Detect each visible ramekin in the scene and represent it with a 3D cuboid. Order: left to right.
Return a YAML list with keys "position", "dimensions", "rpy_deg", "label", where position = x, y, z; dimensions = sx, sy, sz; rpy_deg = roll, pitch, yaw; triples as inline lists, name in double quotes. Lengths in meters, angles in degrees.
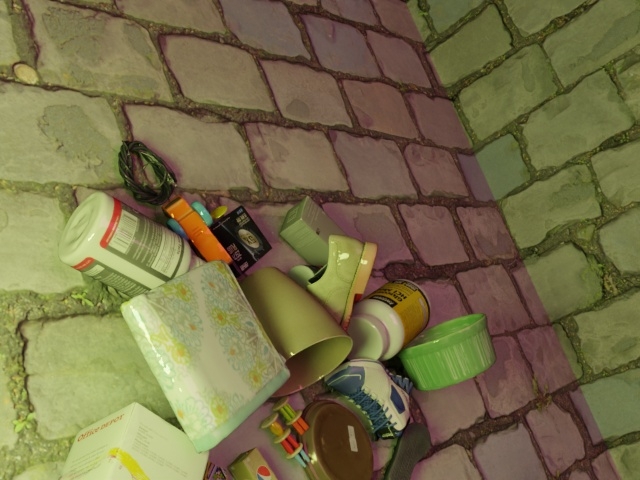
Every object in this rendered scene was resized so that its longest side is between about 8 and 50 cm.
- position: [0.392, 0.347, 2.493]
  dimensions: [0.303, 0.303, 0.148]
  rpy_deg: [-20, 89, -56]
  label: "ramekin"

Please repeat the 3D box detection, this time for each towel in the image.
- position: [-0.226, 0.219, 1.657]
  dimensions: [0.320, 0.090, 0.374]
  rpy_deg: [59, 23, 0]
  label: "towel"

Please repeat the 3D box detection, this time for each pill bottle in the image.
- position: [-0.401, 0.039, 1.800]
  dimensions: [0.319, 0.176, 0.176]
  rpy_deg: [34, 41, -33]
  label: "pill bottle"
- position: [0.017, 0.139, 2.308]
  dimensions: [0.246, 0.130, 0.130]
  rpy_deg: [7, 59, -51]
  label: "pill bottle"
- position: [0.187, 0.243, 2.389]
  dimensions: [0.187, 0.188, 0.334]
  rpy_deg: [60, 32, 2]
  label: "pill bottle"

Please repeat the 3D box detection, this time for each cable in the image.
- position: [-0.447, -0.172, 2.033]
  dimensions: [0.184, 0.047, 0.150]
  rpy_deg: [52, 39, -15]
  label: "cable"

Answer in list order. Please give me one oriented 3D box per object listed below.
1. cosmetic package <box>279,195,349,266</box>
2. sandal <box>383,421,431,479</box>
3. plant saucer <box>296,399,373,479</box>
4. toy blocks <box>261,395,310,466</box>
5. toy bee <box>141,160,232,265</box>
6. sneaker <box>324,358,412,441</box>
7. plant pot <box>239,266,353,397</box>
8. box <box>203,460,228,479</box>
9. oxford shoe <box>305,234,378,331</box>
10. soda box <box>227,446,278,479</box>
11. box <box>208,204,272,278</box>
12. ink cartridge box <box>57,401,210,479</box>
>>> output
- position: [0.000, 0.000, 2.421]
  dimensions: [0.238, 0.107, 0.127]
  rpy_deg: [41, 35, -20]
  label: "cosmetic package"
- position: [0.237, 0.614, 2.304]
  dimensions: [0.097, 0.054, 0.254]
  rpy_deg: [47, 44, -5]
  label: "sandal"
- position: [0.048, 0.545, 2.114]
  dimensions: [0.278, 0.041, 0.277]
  rpy_deg: [33, 40, -33]
  label: "plant saucer"
- position: [-0.068, 0.476, 2.001]
  dimensions: [0.148, 0.054, 0.123]
  rpy_deg: [52, 34, -9]
  label: "toy blocks"
- position: [-0.323, -0.054, 1.987]
  dimensions: [0.195, 0.162, 0.298]
  rpy_deg: [-16, 93, -17]
  label: "toy bee"
- position: [0.161, 0.454, 2.252]
  dimensions: [0.316, 0.127, 0.182]
  rpy_deg: [29, 42, -40]
  label: "sneaker"
- position: [-0.094, 0.209, 2.038]
  dimensions: [0.256, 0.256, 0.274]
  rpy_deg: [6, 44, -50]
  label: "plant pot"
- position: [-0.246, 0.559, 1.706]
  dimensions: [0.059, 0.054, 0.168]
  rpy_deg: [38, 38, -29]
  label: "box"
- position: [0.022, 0.159, 2.148]
  dimensions: [0.147, 0.396, 0.140]
  rpy_deg: [20, 19, -3]
  label: "oxford shoe"
- position: [-0.131, 0.568, 1.845]
  dimensions: [0.181, 0.058, 0.061]
  rpy_deg: [57, 33, -2]
  label: "soda box"
- position: [-0.232, 0.011, 2.131]
  dimensions: [0.147, 0.078, 0.180]
  rpy_deg: [56, 33, -6]
  label: "box"
- position: [-0.362, 0.480, 1.486]
  dimensions: [0.197, 0.198, 0.270]
  rpy_deg: [41, 38, -26]
  label: "ink cartridge box"
